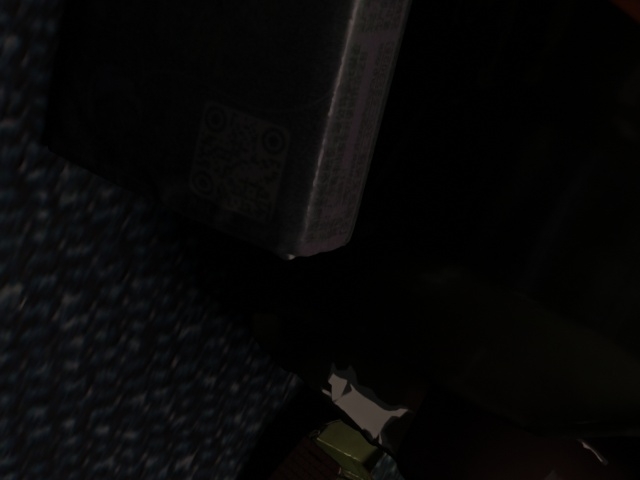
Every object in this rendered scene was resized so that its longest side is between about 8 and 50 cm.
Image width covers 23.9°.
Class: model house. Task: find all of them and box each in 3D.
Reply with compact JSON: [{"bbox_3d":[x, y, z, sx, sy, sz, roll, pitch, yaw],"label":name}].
[{"bbox_3d":[-0.003,0.113,0.759,0.058,0.057,0.083,31,105,-35],"label":"model house"}]

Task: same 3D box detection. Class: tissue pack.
[{"bbox_3d":[-0.025,-0.085,0.499,0.051,0.112,0.156,-16,125,-55],"label":"tissue pack"}]

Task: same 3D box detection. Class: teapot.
[{"bbox_3d":[0.142,-0.036,0.663,0.362,0.305,0.376,-56,-172,-14],"label":"teapot"}]

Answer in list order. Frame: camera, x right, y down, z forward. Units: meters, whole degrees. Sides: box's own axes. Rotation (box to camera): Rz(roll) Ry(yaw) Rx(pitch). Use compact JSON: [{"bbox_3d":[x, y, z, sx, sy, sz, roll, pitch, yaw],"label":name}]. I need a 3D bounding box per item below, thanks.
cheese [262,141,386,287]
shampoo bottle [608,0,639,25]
[{"bbox_3d":[0.001,0.000,0.707,0.111,0.017,0.047,-60,154,-10],"label":"cheese"},{"bbox_3d":[0.079,-0.180,0.511,0.085,0.085,0.244,72,14,-51],"label":"shampoo bottle"}]
